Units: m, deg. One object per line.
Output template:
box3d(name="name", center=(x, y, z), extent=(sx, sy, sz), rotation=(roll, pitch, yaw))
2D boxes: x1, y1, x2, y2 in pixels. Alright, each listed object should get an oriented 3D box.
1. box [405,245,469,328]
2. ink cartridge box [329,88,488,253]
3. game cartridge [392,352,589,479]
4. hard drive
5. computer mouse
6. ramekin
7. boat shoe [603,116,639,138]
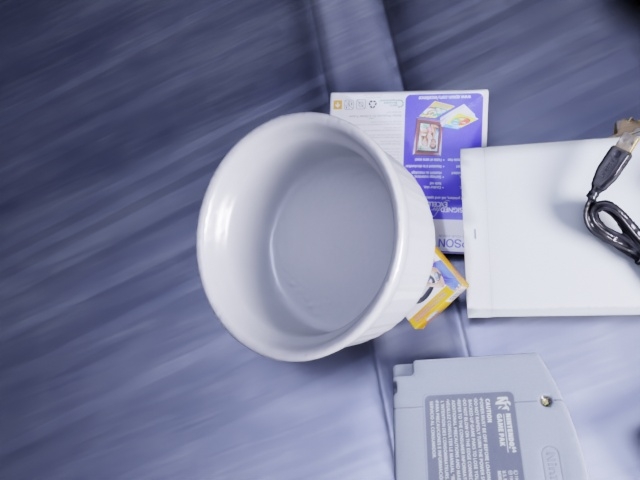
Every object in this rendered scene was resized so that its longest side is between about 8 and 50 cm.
box3d(name="box", center=(0.107, 0.030, 0.814), extent=(0.081, 0.028, 0.136), rotation=(-47, 65, 19))
box3d(name="ink cartridge box", center=(0.109, -0.088, 0.865), extent=(0.206, 0.045, 0.208), rotation=(3, 91, 16))
box3d(name="game cartridge", center=(0.176, 0.263, 0.695), extent=(0.198, 0.062, 0.297), rotation=(-3, 53, 10))
box3d(name="hard drive", center=(0.322, -0.015, 0.768), extent=(0.307, 0.040, 0.203), rotation=(-3, 91, 14))
box3d(name="computer mouse", center=(0.404, -0.076, 0.697), extent=(0.184, 0.060, 0.262), rotation=(35, 111, 7))
box3d(name="ramekin", center=(0.000, 0.000, 0.789), extent=(0.277, 0.135, 0.277), rotation=(-4, 82, 32))
box3d(name="boat shoe", center=(0.373, -0.120, 0.809), extent=(0.170, 0.063, 0.059), rotation=(-23, 73, 7))
